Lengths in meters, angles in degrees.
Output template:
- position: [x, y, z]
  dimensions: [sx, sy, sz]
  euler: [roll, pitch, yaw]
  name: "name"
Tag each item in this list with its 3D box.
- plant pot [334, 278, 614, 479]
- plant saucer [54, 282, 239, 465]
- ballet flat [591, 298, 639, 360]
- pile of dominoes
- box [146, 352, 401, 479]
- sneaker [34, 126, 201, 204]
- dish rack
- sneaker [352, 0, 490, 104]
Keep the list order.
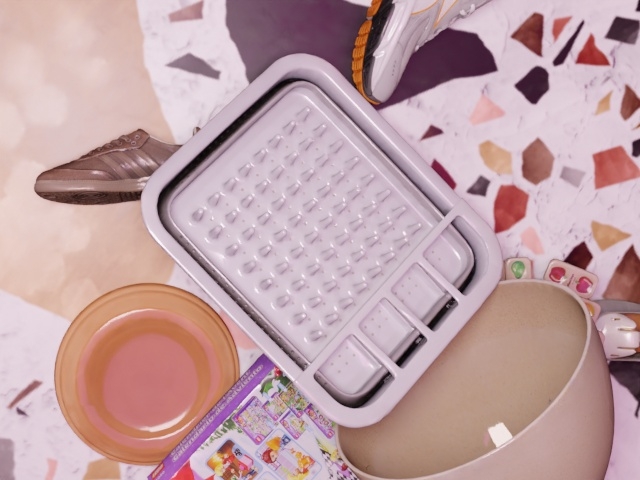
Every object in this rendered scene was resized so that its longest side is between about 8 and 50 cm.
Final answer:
- position: [0.183, 0.203, 1.248]
  dimensions: [0.284, 0.284, 0.191]
  euler: [-36, 113, -6]
  name: "plant pot"
- position: [-0.184, 0.146, 1.316]
  dimensions: [0.200, 0.037, 0.200]
  euler: [-1, 95, -12]
  name: "plant saucer"
- position: [0.366, 0.106, 1.401]
  dimensions: [0.213, 0.068, 0.072]
  euler: [2, 95, -11]
  name: "ballet flat"
- position: [0.223, 0.142, 1.367]
  dimensions: [0.196, 0.040, 0.251]
  euler: [-4, 96, 5]
  name: "pile of dominoes"
- position: [-0.013, 0.279, 1.331]
  dimensions: [0.201, 0.057, 0.293]
  euler: [-46, 109, -4]
  name: "box"
- position: [-0.206, -0.080, 1.288]
  dimensions: [0.188, 0.066, 0.071]
  euler: [-4, 79, -16]
  name: "sneaker"
- position: [0.000, 0.000, 1.271]
  dimensions: [0.333, 0.072, 0.285]
  euler: [46, 65, -4]
  name: "dish rack"
- position: [0.128, -0.258, 1.314]
  dimensions: [0.121, 0.099, 0.262]
  euler: [24, 91, -16]
  name: "sneaker"
